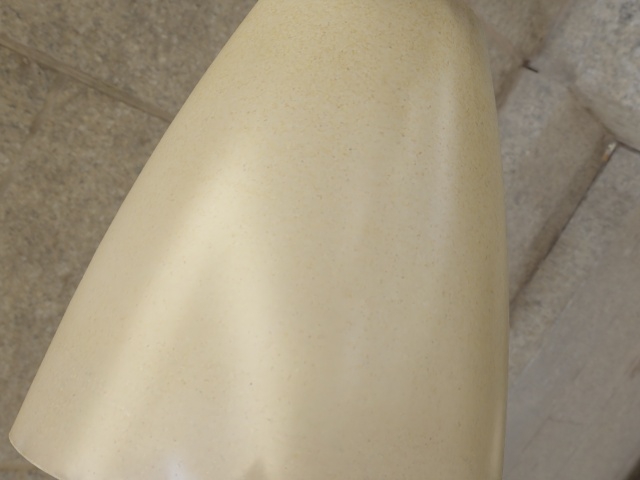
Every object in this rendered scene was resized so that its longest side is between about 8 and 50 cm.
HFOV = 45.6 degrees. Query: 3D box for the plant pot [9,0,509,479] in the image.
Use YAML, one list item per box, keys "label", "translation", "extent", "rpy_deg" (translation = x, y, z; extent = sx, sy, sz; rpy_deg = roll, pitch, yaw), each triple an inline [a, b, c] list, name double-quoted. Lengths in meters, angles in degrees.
- label: "plant pot"
  translation: [0.000, 0.000, 0.425]
  extent: [0.256, 0.257, 0.273]
  rpy_deg: [24, 78, -53]
